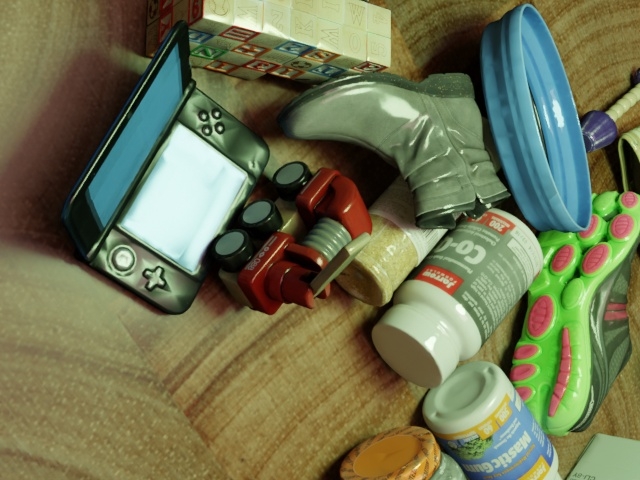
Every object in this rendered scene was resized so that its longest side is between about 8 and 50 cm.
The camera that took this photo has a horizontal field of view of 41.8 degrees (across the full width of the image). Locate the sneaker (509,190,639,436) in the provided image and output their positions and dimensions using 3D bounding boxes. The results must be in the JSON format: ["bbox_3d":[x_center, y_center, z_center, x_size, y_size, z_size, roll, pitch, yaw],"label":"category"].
[{"bbox_3d":[0.480,0.127,1.539,0.202,0.185,0.483,39,70,-46],"label":"sneaker"}]

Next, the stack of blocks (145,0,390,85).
[{"bbox_3d":[-0.069,-0.287,1.159,0.297,0.171,0.087,6,81,-35],"label":"stack of blocks"}]

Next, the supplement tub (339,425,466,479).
[{"bbox_3d":[0.156,0.455,1.266,0.193,0.193,0.316,-30,104,-32],"label":"supplement tub"}]

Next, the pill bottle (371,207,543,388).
[{"bbox_3d":[0.219,0.089,1.345,0.283,0.161,0.161,-45,111,-28],"label":"pill bottle"}]

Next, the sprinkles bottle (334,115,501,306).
[{"bbox_3d":[0.159,-0.057,1.335,0.355,0.121,0.121,-47,113,-26],"label":"sprinkles bottle"}]

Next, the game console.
[{"bbox_3d":[-0.181,-0.081,1.075,0.250,0.173,0.293,36,69,-27],"label":"game console"}]

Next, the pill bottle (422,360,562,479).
[{"bbox_3d":[0.299,0.345,1.392,0.152,0.152,0.272,-46,112,-27],"label":"pill bottle"}]

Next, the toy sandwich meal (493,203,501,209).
[{"bbox_3d":[0.284,-0.069,1.478,0.085,0.029,0.086,6,76,-26],"label":"toy sandwich meal"}]

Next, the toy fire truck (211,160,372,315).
[{"bbox_3d":[0.000,0.000,1.126,0.217,0.246,0.158,-51,136,-25],"label":"toy fire truck"}]

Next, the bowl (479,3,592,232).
[{"bbox_3d":[0.367,-0.198,1.414,0.391,0.077,0.391,35,49,-52],"label":"bowl"}]

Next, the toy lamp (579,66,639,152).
[{"bbox_3d":[0.592,-0.260,1.664,0.274,0.080,0.080,-40,109,-29],"label":"toy lamp"}]

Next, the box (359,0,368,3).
[{"bbox_3d":[-0.051,-0.419,1.181,0.203,0.168,0.167,7,83,-33],"label":"box"}]

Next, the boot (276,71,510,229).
[{"bbox_3d":[0.118,-0.122,1.211,0.338,0.118,0.223,-10,76,-22],"label":"boot"}]

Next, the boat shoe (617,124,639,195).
[{"bbox_3d":[0.649,-0.088,1.679,0.089,0.104,0.285,-21,102,-27],"label":"boat shoe"}]

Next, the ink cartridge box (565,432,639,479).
[{"bbox_3d":[0.670,0.560,1.556,0.160,0.279,0.385,-47,113,-27],"label":"ink cartridge box"}]
